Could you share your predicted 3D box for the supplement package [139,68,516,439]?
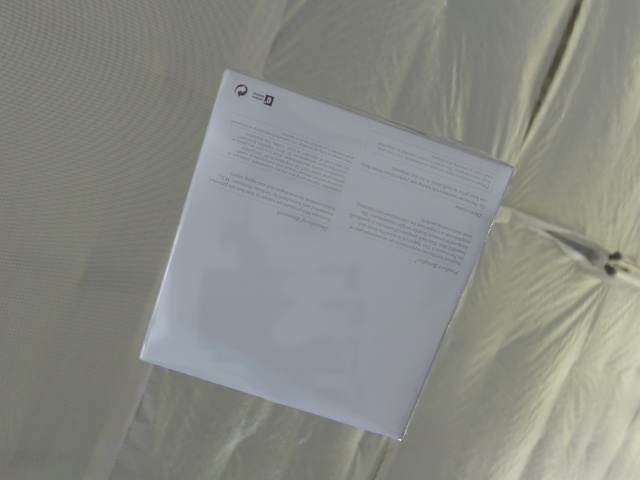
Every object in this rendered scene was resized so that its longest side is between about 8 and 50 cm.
[{"bbox_3d":[0.000,0.000,0.503,0.194,0.149,0.203,19,-77,-4],"label":"supplement package"}]
